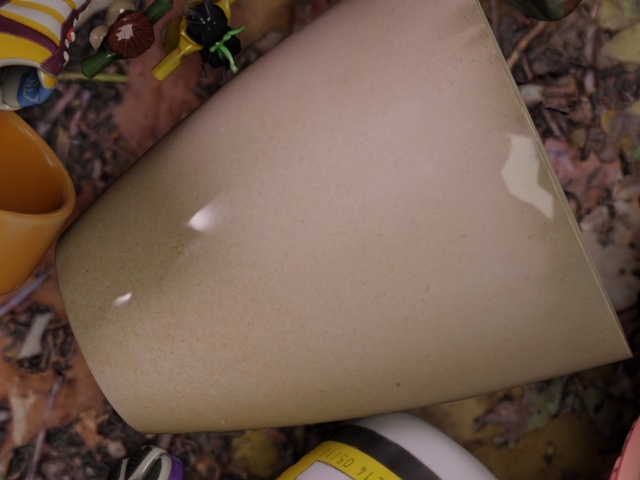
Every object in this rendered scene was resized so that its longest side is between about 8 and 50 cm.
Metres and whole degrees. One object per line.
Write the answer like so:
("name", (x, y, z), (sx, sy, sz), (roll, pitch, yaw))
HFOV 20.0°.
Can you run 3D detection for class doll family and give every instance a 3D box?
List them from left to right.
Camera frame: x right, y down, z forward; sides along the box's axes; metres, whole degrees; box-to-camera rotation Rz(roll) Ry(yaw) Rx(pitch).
("doll family", (-0.054, -0.153, 1.046), (0.076, 0.111, 0.193), (39, 87, -13))

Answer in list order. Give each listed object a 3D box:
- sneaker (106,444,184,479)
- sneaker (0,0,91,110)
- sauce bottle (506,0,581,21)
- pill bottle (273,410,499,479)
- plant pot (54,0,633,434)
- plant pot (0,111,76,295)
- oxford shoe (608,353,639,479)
("sneaker", (-0.103, 0.206, 1.113), (0.071, 0.068, 0.170), (1, 105, -27))
("sneaker", (-0.164, -0.116, 1.013), (0.185, 0.069, 0.084), (-31, 83, -43))
("sauce bottle", (0.219, -0.287, 1.088), (0.111, 0.111, 0.344), (43, 87, -13))
("pill bottle", (-0.032, 0.261, 1.023), (0.334, 0.188, 0.188), (-37, 103, -22))
("plant pot", (0.000, 0.000, 1.029), (0.274, 0.256, 0.256), (-24, 101, 9))
("plant pot", (-0.268, 0.003, 0.988), (0.205, 0.205, 0.188), (30, 105, -14))
("oxford shoe", (0.240, 0.147, 1.048), (0.146, 0.140, 0.397), (15, 67, 10))
